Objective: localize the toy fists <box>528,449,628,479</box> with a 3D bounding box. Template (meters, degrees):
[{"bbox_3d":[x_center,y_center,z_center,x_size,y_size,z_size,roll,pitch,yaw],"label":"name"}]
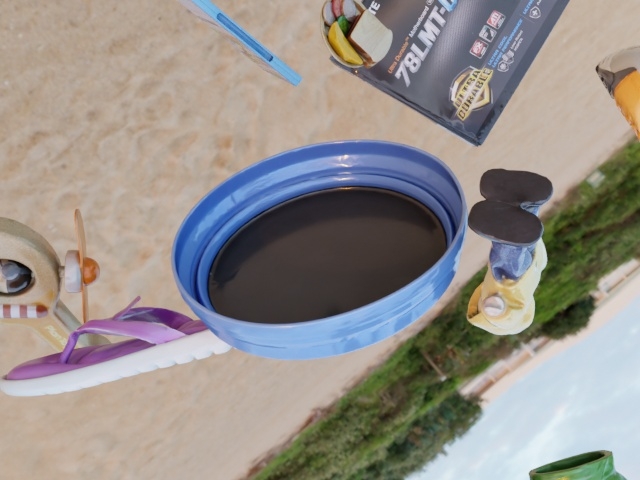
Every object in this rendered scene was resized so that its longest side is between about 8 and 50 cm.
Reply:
[{"bbox_3d":[0.252,0.350,0.868,0.279,0.142,0.096,-14,171,-11],"label":"toy fists"}]

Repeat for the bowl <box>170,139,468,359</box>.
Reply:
[{"bbox_3d":[0.000,0.000,0.990,0.391,0.391,0.077,-37,132,-26],"label":"bowl"}]

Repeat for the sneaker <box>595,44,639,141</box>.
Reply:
[{"bbox_3d":[0.312,-0.129,0.557,0.262,0.099,0.121,-9,157,-40],"label":"sneaker"}]

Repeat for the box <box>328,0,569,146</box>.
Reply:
[{"bbox_3d":[0.211,-0.352,1.236,0.295,0.293,0.073,-59,-177,8],"label":"box"}]

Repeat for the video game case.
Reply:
[{"bbox_3d":[-0.104,-0.241,0.861,0.015,0.166,0.119,-53,-148,3],"label":"video game case"}]

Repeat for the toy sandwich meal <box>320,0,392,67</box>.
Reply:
[{"bbox_3d":[0.036,-0.214,0.760,0.029,0.085,0.085,-6,-159,48],"label":"toy sandwich meal"}]

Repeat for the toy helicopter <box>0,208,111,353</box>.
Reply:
[{"bbox_3d":[-0.403,0.089,1.102,0.235,0.140,0.355,-21,135,6],"label":"toy helicopter"}]

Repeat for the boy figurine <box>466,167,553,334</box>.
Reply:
[{"bbox_3d":[0.233,0.028,0.931,0.285,0.092,0.177,75,33,-58],"label":"boy figurine"}]

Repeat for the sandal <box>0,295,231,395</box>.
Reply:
[{"bbox_3d":[-0.238,0.126,1.062,0.416,0.102,0.169,-12,180,-15],"label":"sandal"}]
